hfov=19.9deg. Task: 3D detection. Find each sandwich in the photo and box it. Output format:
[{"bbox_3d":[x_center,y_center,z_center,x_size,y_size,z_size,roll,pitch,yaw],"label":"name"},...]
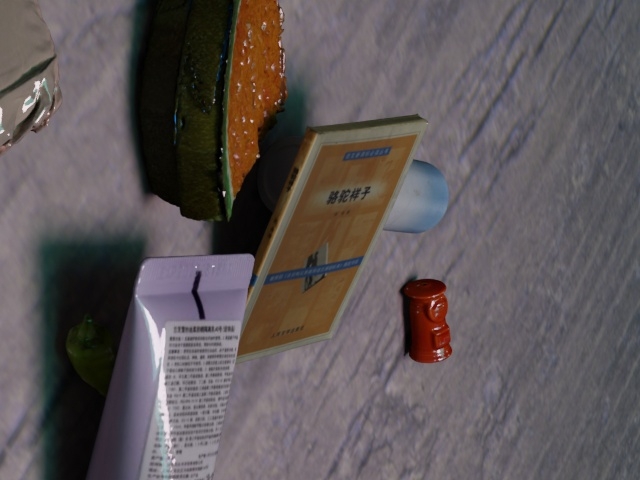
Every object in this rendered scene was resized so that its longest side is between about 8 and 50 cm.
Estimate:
[{"bbox_3d":[-0.089,-0.147,1.497,0.159,0.079,0.235,-45,139,-62],"label":"sandwich"}]

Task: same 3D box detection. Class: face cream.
[{"bbox_3d":[0.036,-0.050,1.729,0.250,0.077,0.077,5,93,-60],"label":"face cream"},{"bbox_3d":[-0.124,0.142,1.433,0.154,0.096,0.274,1,106,-56],"label":"face cream"}]

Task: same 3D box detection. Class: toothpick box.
[{"bbox_3d":[0.114,0.084,1.933,0.047,0.047,0.083,-39,130,-51],"label":"toothpick box"}]

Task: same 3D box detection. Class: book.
[{"bbox_3d":[0.001,0.000,1.625,0.170,0.018,0.242,-12,131,-52],"label":"book"}]

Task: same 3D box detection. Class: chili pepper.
[{"bbox_3d":[-0.153,0.110,1.477,0.208,0.043,0.049,42,36,-62],"label":"chili pepper"}]

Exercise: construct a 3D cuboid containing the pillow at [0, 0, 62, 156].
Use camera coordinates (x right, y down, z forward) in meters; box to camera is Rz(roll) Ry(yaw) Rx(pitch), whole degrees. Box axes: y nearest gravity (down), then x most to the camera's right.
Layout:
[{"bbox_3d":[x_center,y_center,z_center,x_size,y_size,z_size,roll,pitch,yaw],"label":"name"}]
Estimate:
[{"bbox_3d":[-0.268,-0.104,1.170,0.270,0.067,0.173,-47,118,-45],"label":"pillow"}]
